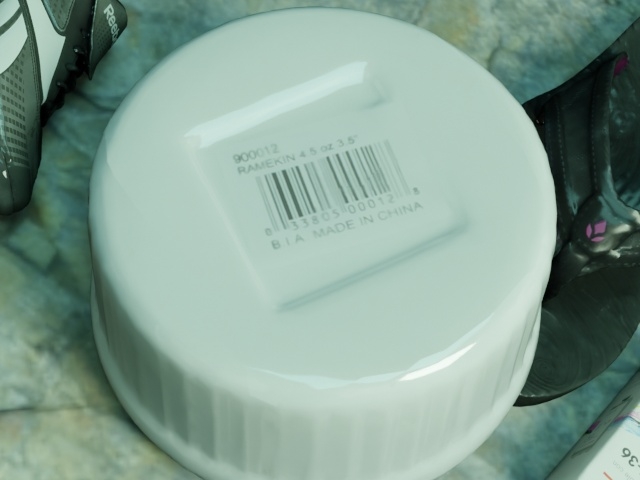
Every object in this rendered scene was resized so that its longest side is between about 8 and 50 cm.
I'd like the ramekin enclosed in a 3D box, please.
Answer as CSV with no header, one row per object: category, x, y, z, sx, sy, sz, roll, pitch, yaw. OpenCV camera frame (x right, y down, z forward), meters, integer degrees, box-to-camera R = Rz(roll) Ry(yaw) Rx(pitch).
ramekin,0.000,0.000,0.630,0.277,0.135,0.277,1,62,-2

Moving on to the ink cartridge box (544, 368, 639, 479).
ink cartridge box,0.216,0.166,0.704,0.115,0.067,0.198,47,61,5

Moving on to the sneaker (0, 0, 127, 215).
sneaker,-0.174,-0.125,0.699,0.106,0.078,0.234,0,64,-16

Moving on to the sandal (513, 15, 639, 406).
sandal,0.224,-0.072,0.794,0.167,0.107,0.446,41,61,3
